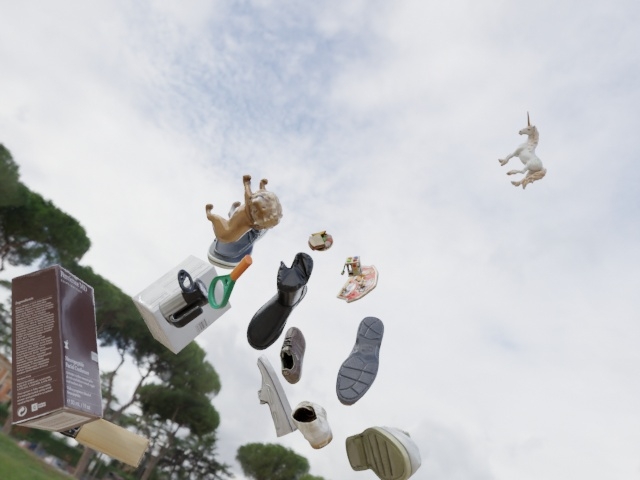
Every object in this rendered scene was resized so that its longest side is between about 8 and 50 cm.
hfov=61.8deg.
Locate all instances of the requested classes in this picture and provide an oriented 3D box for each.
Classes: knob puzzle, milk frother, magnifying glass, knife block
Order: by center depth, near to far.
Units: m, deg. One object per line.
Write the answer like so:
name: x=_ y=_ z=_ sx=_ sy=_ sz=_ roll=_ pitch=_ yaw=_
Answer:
magnifying glass: x=-0.251 y=0.111 z=1.466 sx=0.026 sy=0.092 sz=0.231 roll=7 pitch=-37 yaw=-40
milk frother: x=-0.406 y=0.162 z=1.537 sx=0.143 sy=0.134 sz=0.129 roll=57 pitch=0 yaw=-19
knife block: x=-0.711 y=0.611 z=1.693 sx=0.275 sy=0.088 sz=0.242 roll=-2 pitch=-37 yaw=39
knob puzzle: x=0.155 y=0.166 z=2.123 sx=0.213 sy=0.213 sz=0.030 roll=-17 pitch=-55 yaw=46

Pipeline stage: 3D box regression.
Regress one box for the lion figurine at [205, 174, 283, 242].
lion figurine: x=-0.278 y=-0.082 z=1.916 sx=0.142 sy=0.241 sz=0.392 roll=14 pitch=-38 yaw=-38

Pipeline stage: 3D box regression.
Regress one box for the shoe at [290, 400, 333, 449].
shoe: x=-0.024 y=0.398 z=1.207 sx=0.058 sy=0.076 sz=0.219 roll=59 pitch=-12 yaw=-8

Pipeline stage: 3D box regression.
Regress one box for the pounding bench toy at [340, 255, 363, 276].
pounding bench toy: x=0.110 y=0.096 z=2.006 sx=0.083 sy=0.052 sz=0.065 roll=-9 pitch=-68 yaw=16

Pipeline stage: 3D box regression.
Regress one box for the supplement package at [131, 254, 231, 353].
supplement package: x=-0.477 y=0.218 z=1.865 sx=0.145 sy=0.261 sz=0.204 roll=21 pitch=-41 yaw=39

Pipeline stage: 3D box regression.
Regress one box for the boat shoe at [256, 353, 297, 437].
boat shoe: x=-0.162 y=0.508 z=1.750 sx=0.268 sy=0.088 sz=0.096 roll=64 pitch=-14 yaw=13

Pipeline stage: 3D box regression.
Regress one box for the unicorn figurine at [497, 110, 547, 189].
unicorn figurine: x=0.477 y=-0.200 z=1.255 sx=0.111 sy=0.162 sz=0.060 roll=-30 pitch=-23 yaw=19

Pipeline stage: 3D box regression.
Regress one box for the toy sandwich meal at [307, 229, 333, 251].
toy sandwich meal: x=0.000 y=0.000 z=1.712 sx=0.085 sy=0.086 sz=0.029 roll=15 pitch=-35 yaw=13

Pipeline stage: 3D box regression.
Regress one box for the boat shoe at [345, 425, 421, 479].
boat shoe: x=0.148 y=0.446 z=1.149 sx=0.103 sy=0.113 sz=0.302 roll=-7 pitch=-13 yaw=-19

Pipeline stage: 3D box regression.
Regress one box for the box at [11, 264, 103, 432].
box: x=-0.680 y=0.279 z=1.384 sx=0.143 sy=0.382 sz=0.191 roll=-18 pitch=-26 yaw=0

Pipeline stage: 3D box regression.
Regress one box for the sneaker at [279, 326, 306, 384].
sneaker: x=-0.084 y=0.321 z=1.564 sx=0.066 sy=0.189 sz=0.071 roll=-18 pitch=-45 yaw=14

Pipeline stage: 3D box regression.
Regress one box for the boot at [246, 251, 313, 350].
boot: x=-0.111 y=0.159 z=1.417 sx=0.094 sy=0.246 sz=0.207 roll=34 pitch=-25 yaw=12

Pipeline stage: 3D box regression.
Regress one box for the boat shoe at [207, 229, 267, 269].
boat shoe: x=-0.348 y=-0.034 z=2.353 sx=0.186 sy=0.500 sz=0.156 roll=20 pitch=-59 yaw=9

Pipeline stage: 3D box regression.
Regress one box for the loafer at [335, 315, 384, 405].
loafer: x=0.124 y=0.368 z=1.595 sx=0.108 sy=0.303 sz=0.095 roll=15 pitch=-42 yaw=13
